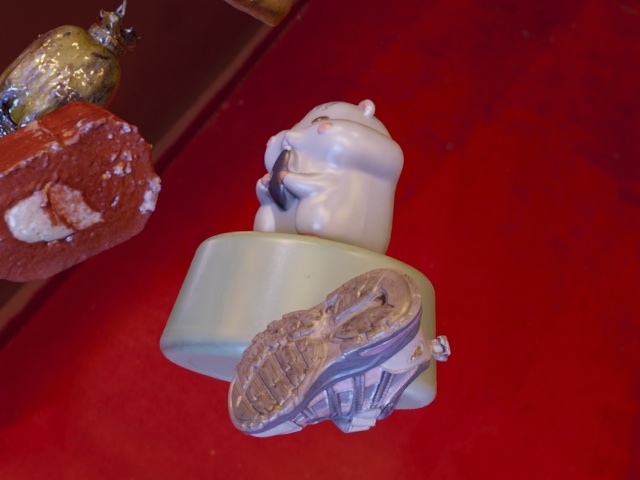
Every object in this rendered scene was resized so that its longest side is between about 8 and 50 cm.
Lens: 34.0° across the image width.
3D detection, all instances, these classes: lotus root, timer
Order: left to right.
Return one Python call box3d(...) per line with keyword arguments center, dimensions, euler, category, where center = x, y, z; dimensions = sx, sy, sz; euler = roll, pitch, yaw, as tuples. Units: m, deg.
box3d(center=(-0.378, -0.248, 1.580), dimensions=(0.154, 0.154, 0.278), euler=(36, 77, 20), category="lotus root")
box3d(center=(0.000, 0.000, 1.121), dimensions=(0.291, 0.291, 0.315), euler=(11, 76, -5), category="timer")

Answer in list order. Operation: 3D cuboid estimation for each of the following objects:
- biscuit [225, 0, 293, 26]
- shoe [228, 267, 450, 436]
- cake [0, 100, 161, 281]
box3d(center=(-0.165, -0.425, 1.596), dimensions=(0.274, 0.091, 0.213), euler=(29, 3, -5), category="biscuit")
box3d(center=(0.016, 0.101, 0.825), dimensions=(0.180, 0.092, 0.089), euler=(-35, 39, 9), category="shoe")
box3d(center=(-0.347, -0.060, 1.369), dimensions=(0.283, 0.177, 0.151), euler=(-33, 30, -19), category="cake")
